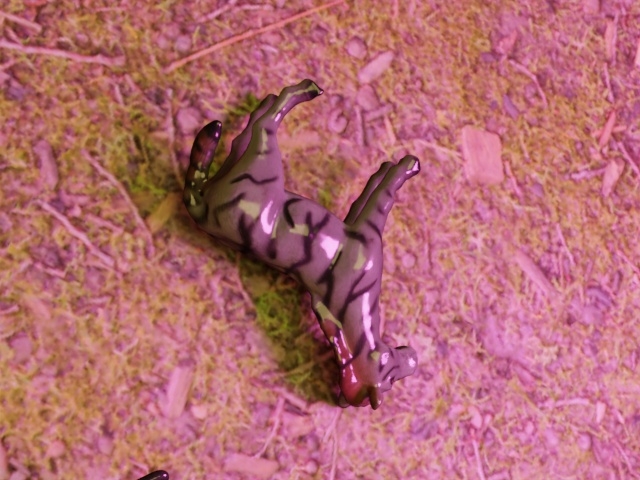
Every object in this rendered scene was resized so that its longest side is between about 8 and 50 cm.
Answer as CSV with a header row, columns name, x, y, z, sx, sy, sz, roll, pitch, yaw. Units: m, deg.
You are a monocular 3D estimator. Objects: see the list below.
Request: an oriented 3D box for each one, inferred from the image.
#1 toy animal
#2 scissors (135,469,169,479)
name,x,y,z,sx,sy,sz,roll,pitch,yaw
toy animal,0.014,-0.009,1.128,0.170,0.090,0.255,-43,95,-24
scissors,-0.194,0.215,0.968,0.220,0.017,0.088,-32,130,-18
